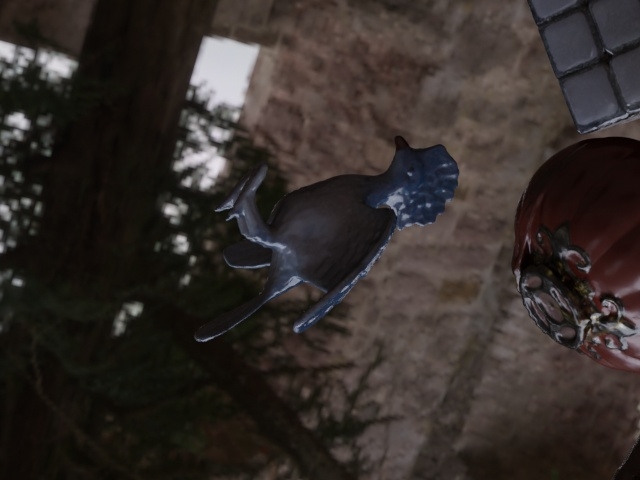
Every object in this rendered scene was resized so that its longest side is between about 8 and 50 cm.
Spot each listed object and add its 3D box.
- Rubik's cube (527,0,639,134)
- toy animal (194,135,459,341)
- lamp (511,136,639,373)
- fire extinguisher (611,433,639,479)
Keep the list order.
[{"bbox_3d":[0.514,-0.376,1.794,0.344,0.344,0.337,-21,176,42],"label":"Rubik's cube"},{"bbox_3d":[0.000,0.000,1.102,0.176,0.255,0.239,32,-179,-15],"label":"toy animal"},{"bbox_3d":[0.372,0.018,1.561,0.257,0.303,0.303,-32,-139,-18],"label":"lamp"},{"bbox_3d":[0.382,0.138,1.162,0.102,0.344,0.138,27,169,41],"label":"fire extinguisher"}]
